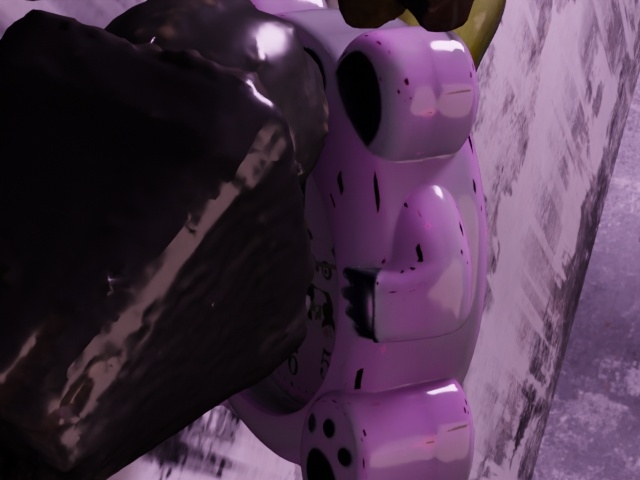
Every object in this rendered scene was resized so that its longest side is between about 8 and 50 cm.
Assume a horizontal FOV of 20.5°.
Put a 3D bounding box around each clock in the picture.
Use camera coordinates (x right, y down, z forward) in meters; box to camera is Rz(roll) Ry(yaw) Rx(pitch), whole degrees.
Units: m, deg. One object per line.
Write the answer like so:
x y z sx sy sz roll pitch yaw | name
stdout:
0.000 0.000 0.907 0.090 0.227 0.248 -8 111 -31 | clock

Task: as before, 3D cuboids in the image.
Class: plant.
-0.081 -0.004 0.748 0.164 0.141 0.256 84 29 -48 | plant

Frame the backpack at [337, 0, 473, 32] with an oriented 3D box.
-0.049 -0.232 0.558 0.378 0.201 0.354 -53 148 -61 | backpack

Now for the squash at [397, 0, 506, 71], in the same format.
0.070 -0.118 1.296 0.083 0.083 0.250 76 35 -59 | squash
